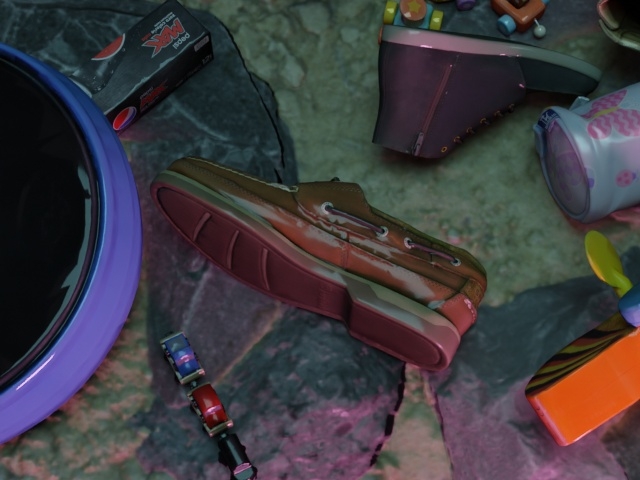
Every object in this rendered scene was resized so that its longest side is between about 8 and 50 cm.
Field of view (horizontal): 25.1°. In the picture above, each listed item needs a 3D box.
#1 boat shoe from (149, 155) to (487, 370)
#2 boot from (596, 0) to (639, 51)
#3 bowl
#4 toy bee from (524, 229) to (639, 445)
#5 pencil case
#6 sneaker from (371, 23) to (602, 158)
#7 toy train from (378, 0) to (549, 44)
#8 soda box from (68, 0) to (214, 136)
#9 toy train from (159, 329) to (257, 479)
[{"bbox_3d":[0.000,0.000,1.280,0.307,0.111,0.104,30,66,2],"label":"boat shoe"},{"bbox_3d":[0.288,-0.258,1.363,0.213,0.077,0.165,34,41,10],"label":"boot"},{"bbox_3d":[-0.354,-0.003,1.259,0.391,0.077,0.391,-2,73,6],"label":"bowl"},{"bbox_3d":[0.318,0.072,1.238,0.298,0.162,0.195,-12,98,9],"label":"toy bee"},{"bbox_3d":[0.334,-0.105,1.314,0.273,0.124,0.113,-18,113,-6],"label":"pencil case"},{"bbox_3d":[0.152,-0.131,1.353,0.222,0.083,0.118,6,102,-16],"label":"sneaker"},{"bbox_3d":[0.137,-0.222,1.397,0.166,0.046,0.125,-35,71,-14],"label":"toy train"},{"bbox_3d":[-0.182,-0.153,1.365,0.169,0.053,0.060,-41,73,-16],"label":"soda box"},{"bbox_3d":[-0.098,0.144,1.248,0.027,0.036,0.158,-27,70,-11],"label":"toy train"}]
